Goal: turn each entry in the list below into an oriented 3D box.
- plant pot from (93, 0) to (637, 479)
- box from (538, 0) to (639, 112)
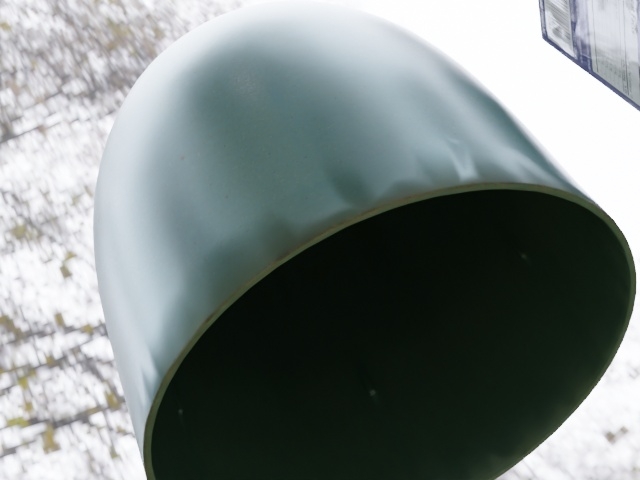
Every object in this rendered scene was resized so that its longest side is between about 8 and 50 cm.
[{"bbox_3d":[0.000,0.000,0.999,0.293,0.235,0.293,-16,-41,-15],"label":"plant pot"},{"bbox_3d":[0.216,-0.127,1.059,0.036,0.225,0.136,-32,-39,-15],"label":"box"}]
